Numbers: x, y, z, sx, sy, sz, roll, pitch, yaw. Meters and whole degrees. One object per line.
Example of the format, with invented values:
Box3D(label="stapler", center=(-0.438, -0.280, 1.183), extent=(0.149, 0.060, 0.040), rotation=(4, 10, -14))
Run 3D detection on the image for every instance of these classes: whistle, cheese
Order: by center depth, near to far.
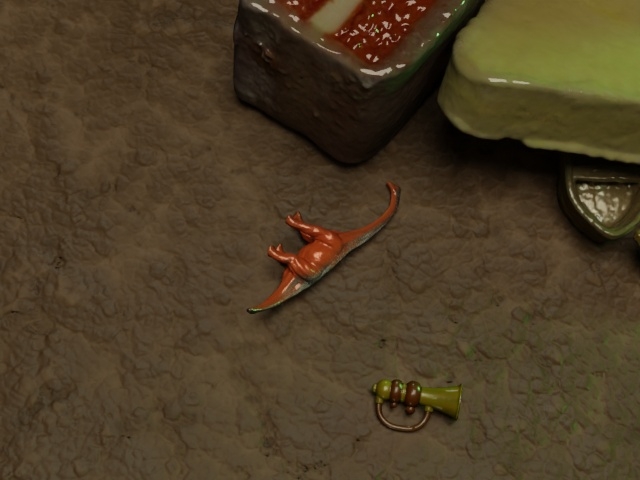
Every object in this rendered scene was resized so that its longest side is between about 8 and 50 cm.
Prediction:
Box3D(label="whistle", center=(0.116, 0.199, 1.339), extent=(0.109, 0.057, 0.046), rotation=(3, 21, 6))
Box3D(label="cheese", center=(0.369, -0.218, 1.428), extent=(0.384, 0.104, 0.384), rotation=(8, 48, -9))

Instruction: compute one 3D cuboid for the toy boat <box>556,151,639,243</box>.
Box3D(label="toy boat", center=(0.373, -0.079, 1.459), extent=(0.116, 0.061, 0.188), rotation=(4, 66, -5))

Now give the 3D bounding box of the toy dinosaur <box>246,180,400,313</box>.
Box3D(label="toy dinosaur", center=(-0.001, 0.002, 1.400), extent=(0.101, 0.055, 0.279), rotation=(40, 68, 2))

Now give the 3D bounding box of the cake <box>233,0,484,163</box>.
Box3D(label="cake", center=(0.058, -0.289, 1.433), extent=(0.237, 0.230, 0.309), rotation=(37, 69, 9))

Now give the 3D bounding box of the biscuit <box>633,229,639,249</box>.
Box3D(label="biscuit", center=(0.520, -0.021, 1.446), extent=(0.231, 0.016, 0.139), rotation=(-36, 97, -18))
